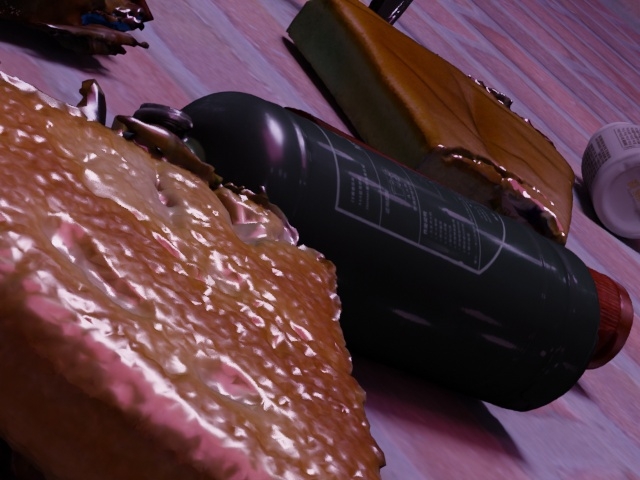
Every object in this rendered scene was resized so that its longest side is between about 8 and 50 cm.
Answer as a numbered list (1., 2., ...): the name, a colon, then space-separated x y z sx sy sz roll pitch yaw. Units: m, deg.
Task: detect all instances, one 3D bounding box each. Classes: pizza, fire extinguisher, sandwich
1. pizza: -0.069 0.026 0.689 0.289 0.081 0.229 42 22 15
2. fire extinguisher: 0.000 0.000 0.909 0.114 0.095 0.311 7 -12 46
3. sandwich: 0.074 -0.085 1.364 0.245 0.063 0.212 35 17 -2

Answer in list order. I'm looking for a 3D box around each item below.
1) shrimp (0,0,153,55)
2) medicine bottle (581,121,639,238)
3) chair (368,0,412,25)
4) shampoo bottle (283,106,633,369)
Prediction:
1. shrimp: -0.194 -0.211 1.031 0.290 0.054 0.222 27 43 -49
2. medicine bottle: 0.271 -0.058 1.679 0.079 0.079 0.140 34 15 -10
3. chair: -0.060 -0.356 1.563 0.401 0.226 0.226 37 15 4
4. shampoo bottle: 0.076 0.008 1.092 0.260 0.064 0.102 24 18 -37
